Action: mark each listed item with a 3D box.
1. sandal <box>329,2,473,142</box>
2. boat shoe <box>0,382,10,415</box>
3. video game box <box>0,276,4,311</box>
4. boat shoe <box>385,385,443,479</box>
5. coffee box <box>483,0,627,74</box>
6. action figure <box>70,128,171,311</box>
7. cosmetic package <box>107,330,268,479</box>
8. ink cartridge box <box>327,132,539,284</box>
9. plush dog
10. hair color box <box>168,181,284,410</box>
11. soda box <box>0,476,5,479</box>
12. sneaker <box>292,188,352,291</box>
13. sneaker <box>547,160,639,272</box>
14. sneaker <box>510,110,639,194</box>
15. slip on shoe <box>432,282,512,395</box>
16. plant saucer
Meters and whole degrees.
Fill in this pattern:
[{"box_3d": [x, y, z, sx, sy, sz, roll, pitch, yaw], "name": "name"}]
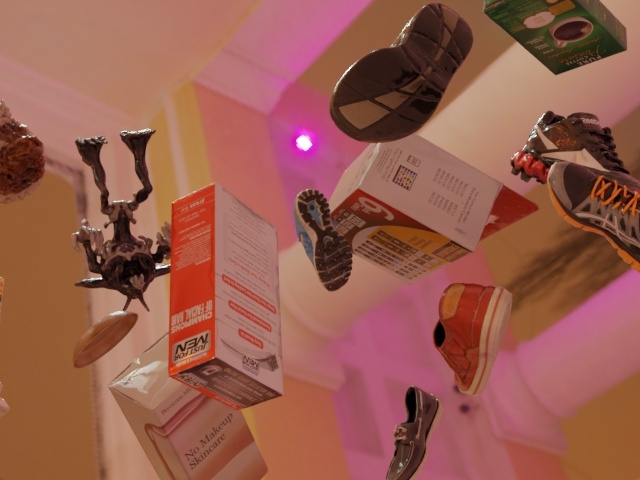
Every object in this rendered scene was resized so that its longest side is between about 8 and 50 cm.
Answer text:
[{"box_3d": [0.113, -0.218, 1.384, 0.120, 0.086, 0.303, 47, -130, -4], "name": "sandal"}, {"box_3d": [-0.522, 0.215, 1.459, 0.116, 0.324, 0.097, -33, -97, -16], "name": "boat shoe"}, {"box_3d": [-0.627, 0.117, 1.649, 0.205, 0.048, 0.187, 13, -140, -23], "name": "video game box"}, {"box_3d": [0.136, 0.316, 1.620, 0.065, 0.075, 0.206, 44, -138, -11], "name": "boat shoe"}, {"box_3d": [0.309, -0.289, 1.328, 0.184, 0.113, 0.040, 27, -122, -40], "name": "coffee box"}, {"box_3d": [-0.282, -0.016, 1.462, 0.164, 0.141, 0.276, -10, -80, -16], "name": "action figure"}, {"box_3d": [-0.218, 0.320, 1.720, 0.153, 0.129, 0.296, -43, -50, -28], "name": "cosmetic package"}, {"box_3d": [0.163, -0.035, 1.659, 0.272, 0.309, 0.130, 28, -106, -5], "name": "ink cartridge box"}, {"box_3d": [-0.400, -0.104, 1.069, 0.225, 0.211, 0.262, 20, -171, -29], "name": "plush dog"}, {"box_3d": [-0.079, 0.047, 0.854, 0.093, 0.053, 0.167, 38, -143, -45], "name": "hair color box"}, {"box_3d": [-0.351, 0.286, 0.896, 0.058, 0.061, 0.181, 15, -138, 20], "name": "soda box"}, {"box_3d": [0.000, 0.000, 1.565, 0.063, 0.073, 0.162, -18, -88, -19], "name": "sneaker"}, {"box_3d": [0.402, -0.042, 1.363, 0.215, 0.083, 0.084, 35, -118, -4], "name": "sneaker"}, {"box_3d": [0.400, -0.117, 1.515, 0.097, 0.135, 0.276, 13, -164, -33], "name": "sneaker"}, {"box_3d": [0.222, 0.145, 1.525, 0.101, 0.331, 0.123, 17, -110, 13], "name": "slip on shoe"}, {"box_3d": [-0.224, 0.098, 1.041, 0.015, 0.083, 0.083, 47, -151, 10], "name": "plant saucer"}]
